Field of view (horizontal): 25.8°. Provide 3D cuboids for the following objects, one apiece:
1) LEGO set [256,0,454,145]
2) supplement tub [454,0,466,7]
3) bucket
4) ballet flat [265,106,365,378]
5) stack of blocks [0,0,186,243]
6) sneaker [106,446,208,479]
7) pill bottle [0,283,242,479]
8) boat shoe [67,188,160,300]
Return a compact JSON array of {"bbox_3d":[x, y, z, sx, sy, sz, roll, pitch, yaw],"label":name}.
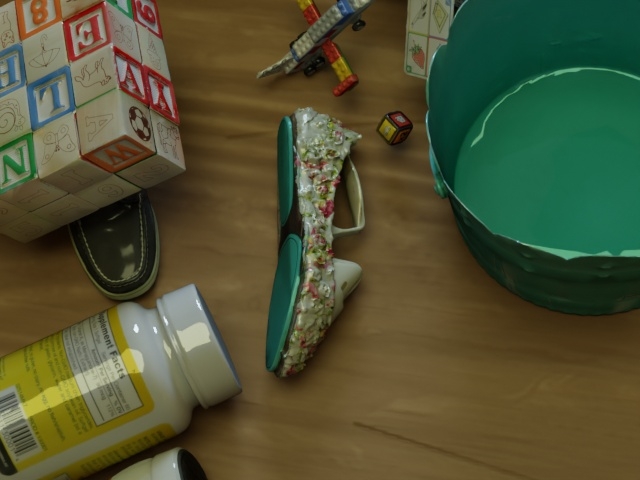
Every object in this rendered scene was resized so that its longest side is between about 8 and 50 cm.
[{"bbox_3d":[0.031,-0.207,1.193,0.182,0.244,0.060,21,29,39],"label":"LEGO set"},{"bbox_3d":[0.126,-0.283,1.237,0.200,0.144,0.144,25,75,15],"label":"supplement tub"},{"bbox_3d":[0.221,-0.079,1.132,0.281,0.183,0.281,-2,70,5],"label":"bucket"},{"bbox_3d":[0.000,0.000,1.185,0.077,0.091,0.240,7,73,-14],"label":"ballet flat"},{"bbox_3d":[-0.271,-0.091,1.187,0.297,0.087,0.171,-22,65,21],"label":"stack of blocks"},{"bbox_3d":[-0.119,0.314,1.080,0.123,0.106,0.290,-22,61,8],"label":"sneaker"},{"bbox_3d":[-0.177,0.122,1.137,0.209,0.119,0.119,-24,69,-3],"label":"pill bottle"},{"bbox_3d":[-0.197,-0.058,1.229,0.080,0.073,0.223,-14,69,1],"label":"boat shoe"}]
